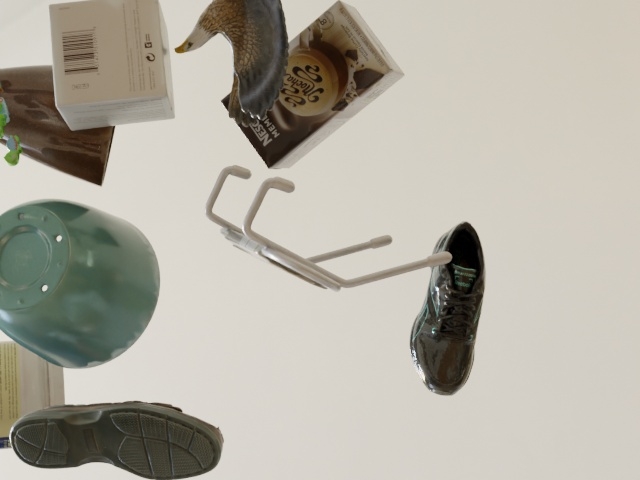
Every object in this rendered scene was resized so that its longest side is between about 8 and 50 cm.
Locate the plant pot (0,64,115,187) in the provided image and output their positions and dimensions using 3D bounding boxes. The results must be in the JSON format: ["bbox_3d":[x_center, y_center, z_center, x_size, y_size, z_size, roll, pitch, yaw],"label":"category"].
[{"bbox_3d":[-0.475,-0.222,1.960,0.230,0.215,0.215,12,-29,-11],"label":"plant pot"}]

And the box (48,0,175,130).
[{"bbox_3d":[-0.339,-0.290,1.829,0.182,0.181,0.119,-7,-12,-3],"label":"box"}]

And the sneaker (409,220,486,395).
[{"bbox_3d":[0.193,0.096,1.672,0.101,0.267,0.106,8,-19,-1],"label":"sneaker"}]

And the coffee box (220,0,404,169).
[{"bbox_3d":[-0.015,-0.286,2.105,0.297,0.168,0.119,-38,-8,16],"label":"coffee box"}]

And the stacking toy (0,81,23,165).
[{"bbox_3d":[-0.533,-0.238,1.784,0.052,0.221,0.167,-17,-12,-9],"label":"stacking toy"}]

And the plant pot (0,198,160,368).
[{"bbox_3d":[-0.460,0.060,1.941,0.293,0.293,0.235,-10,-18,14],"label":"plant pot"}]

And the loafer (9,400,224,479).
[{"bbox_3d":[-0.240,0.228,1.359,0.267,0.096,0.084,1,18,13],"label":"loafer"}]

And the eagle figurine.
[{"bbox_3d":[-0.138,-0.353,1.879,0.225,0.298,0.226,-32,6,38],"label":"eagle figurine"}]

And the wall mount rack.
[{"bbox_3d":[0.000,0.000,1.630,0.304,0.130,0.350,27,-2,-22],"label":"wall mount rack"}]

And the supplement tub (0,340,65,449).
[{"bbox_3d":[-0.722,0.336,2.420,0.325,0.235,0.235,-2,-26,-16],"label":"supplement tub"}]
